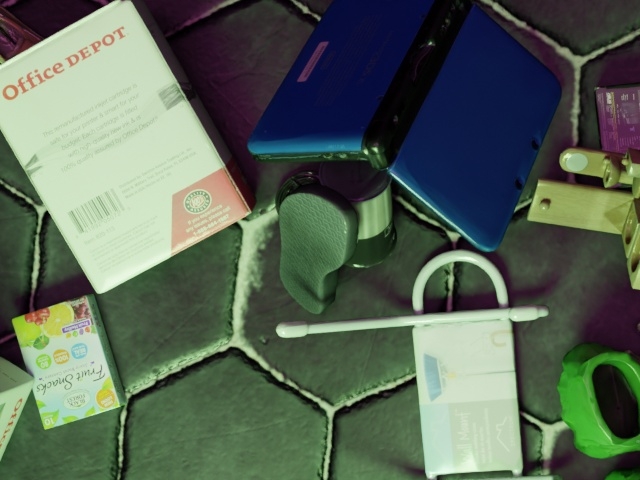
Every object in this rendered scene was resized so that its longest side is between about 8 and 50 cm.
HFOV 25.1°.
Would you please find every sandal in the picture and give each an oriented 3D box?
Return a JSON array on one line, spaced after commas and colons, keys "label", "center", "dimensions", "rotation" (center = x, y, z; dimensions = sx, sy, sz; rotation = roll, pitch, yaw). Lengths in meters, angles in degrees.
[{"label": "sandal", "center": [-0.001, 0.000, 1.609], "dimensions": [0.054, 0.254, 0.097], "rotation": [-40, 79, -21]}]

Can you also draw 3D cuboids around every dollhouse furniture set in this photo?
[{"label": "dollhouse furniture set", "center": [0.307, -0.032, 1.568], "dimensions": [0.123, 0.151, 0.144], "rotation": [9, 125, -3]}]

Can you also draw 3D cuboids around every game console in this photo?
[{"label": "game console", "center": [0.100, -0.140, 1.615], "dimensions": [0.250, 0.293, 0.173], "rotation": [0, 134, 31]}]

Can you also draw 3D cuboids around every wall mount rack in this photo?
[{"label": "wall mount rack", "center": [0.117, 0.188, 1.637], "dimensions": [0.304, 0.130, 0.350], "rotation": [-5, 87, 8]}]

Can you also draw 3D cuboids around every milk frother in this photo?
[{"label": "milk frother", "center": [0.014, -0.055, 1.652], "dimensions": [0.143, 0.135, 0.129], "rotation": [-3, 55, 3]}]

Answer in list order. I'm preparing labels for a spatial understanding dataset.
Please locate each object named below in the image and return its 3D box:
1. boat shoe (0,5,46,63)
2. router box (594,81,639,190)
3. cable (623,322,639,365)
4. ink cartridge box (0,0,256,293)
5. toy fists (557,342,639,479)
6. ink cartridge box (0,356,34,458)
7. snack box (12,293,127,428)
[{"label": "boat shoe", "center": [-0.357, -0.223, 1.737], "dimensions": [0.190, 0.072, 0.068], "rotation": [34, 93, 7]}, {"label": "router box", "center": [0.367, -0.121, 1.655], "dimensions": [0.092, 0.038, 0.122], "rotation": [-5, 89, 8]}, {"label": "cable", "center": [0.481, 0.185, 1.641], "dimensions": [0.139, 0.072, 0.287], "rotation": [-43, 96, -12]}, {"label": "ink cartridge box", "center": [-0.231, -0.115, 1.666], "dimensions": [0.207, 0.117, 0.283], "rotation": [-28, 99, 7]}, {"label": "toy fists", "center": [0.349, 0.243, 1.602], "dimensions": [0.096, 0.142, 0.279], "rotation": [-24, 86, -14]}, {"label": "ink cartridge box", "center": [-0.461, 0.237, 1.627], "dimensions": [0.115, 0.273, 0.198], "rotation": [28, 102, 11]}, {"label": "snack box", "center": [-0.304, 0.146, 1.740], "dimensions": [0.100, 0.037, 0.141], "rotation": [-18, 87, 9]}]
